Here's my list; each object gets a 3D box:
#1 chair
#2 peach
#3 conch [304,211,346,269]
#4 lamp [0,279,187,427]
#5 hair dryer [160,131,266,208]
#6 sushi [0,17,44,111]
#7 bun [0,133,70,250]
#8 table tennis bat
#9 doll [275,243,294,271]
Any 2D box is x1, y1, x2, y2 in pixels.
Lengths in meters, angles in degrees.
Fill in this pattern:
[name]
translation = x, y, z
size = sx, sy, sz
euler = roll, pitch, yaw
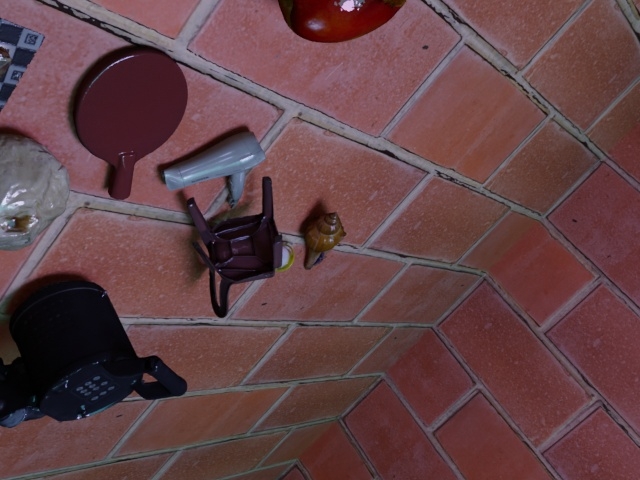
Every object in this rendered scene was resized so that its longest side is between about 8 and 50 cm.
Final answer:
[chair]
translation = -0.177, 0.032, 1.478
size = 0.183, 0.175, 0.326
euler = -10, 151, -5
[peach]
translation = 0.044, -0.424, 1.097
size = 0.226, 0.189, 0.196
euler = -21, 138, -16
[conch]
translation = -0.004, -0.004, 1.778
size = 0.109, 0.093, 0.330
euler = -44, 177, -27
[lamp]
translation = -0.485, 0.209, 1.347
size = 0.375, 0.272, 0.205
euler = -15, 151, 2
[hair dryer]
translation = -0.214, -0.119, 1.405
size = 0.207, 0.075, 0.237
euler = -24, 157, -10
[sushi]
translation = -0.493, -0.225, 0.948
size = 0.201, 0.031, 0.139
euler = -49, 150, 20
[bun]
translation = -0.504, -0.060, 1.069
size = 0.221, 0.134, 0.220
euler = -27, 149, -18
[table tennis bat]
translation = -0.332, -0.196, 1.165
size = 0.201, 0.038, 0.310
euler = -13, 143, -37
[doll]
translation = -0.137, 0.037, 1.681
size = 0.207, 0.081, 0.129
euler = 5, 118, -55
